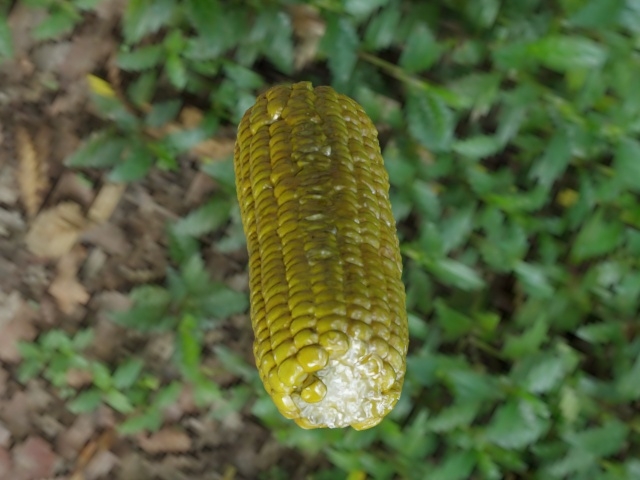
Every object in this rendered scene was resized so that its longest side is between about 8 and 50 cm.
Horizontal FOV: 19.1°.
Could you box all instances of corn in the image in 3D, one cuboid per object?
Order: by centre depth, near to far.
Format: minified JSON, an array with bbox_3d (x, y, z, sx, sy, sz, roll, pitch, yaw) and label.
[{"bbox_3d":[0.000,0.000,0.806,0.068,0.207,0.068,-4,128,-5],"label":"corn"}]
